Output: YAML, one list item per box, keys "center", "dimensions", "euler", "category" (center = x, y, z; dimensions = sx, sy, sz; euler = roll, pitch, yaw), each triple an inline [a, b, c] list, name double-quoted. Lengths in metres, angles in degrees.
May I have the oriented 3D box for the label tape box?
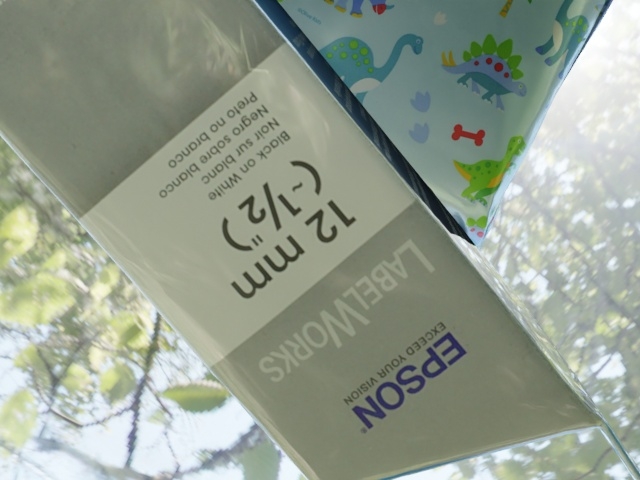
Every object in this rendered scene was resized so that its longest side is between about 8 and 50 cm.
- center: [0.000, 0.000, 0.553]
  dimensions: [0.115, 0.249, 0.348]
  euler: [-38, -81, 7]
  category: "label tape box"

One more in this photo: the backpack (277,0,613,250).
- center: [0.070, -0.166, 0.869]
  dimensions: [0.290, 0.273, 0.356]
  euler: [34, -108, -10]
  category: "backpack"
